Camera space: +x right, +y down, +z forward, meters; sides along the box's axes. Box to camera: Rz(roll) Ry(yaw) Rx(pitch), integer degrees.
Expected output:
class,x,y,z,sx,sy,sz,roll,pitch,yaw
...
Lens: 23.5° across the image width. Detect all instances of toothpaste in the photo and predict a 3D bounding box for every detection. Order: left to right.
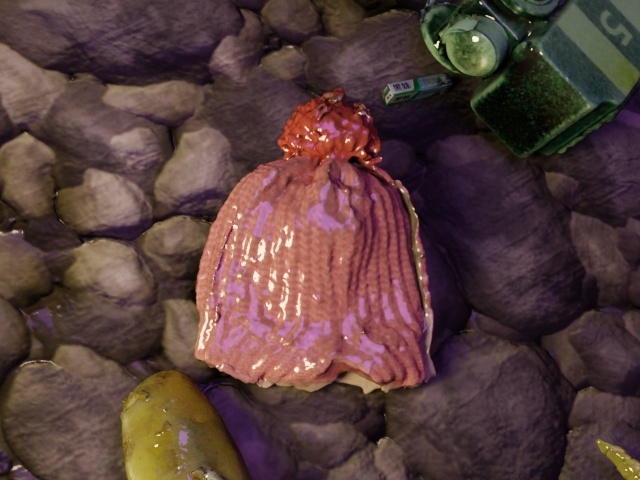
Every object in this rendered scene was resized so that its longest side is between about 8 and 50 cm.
class,x,y,z,sx,sy,sz,roll,pitch,yaw
toothpaste,0.104,-0.163,1.663,0.083,0.020,0.017,-15,69,-33

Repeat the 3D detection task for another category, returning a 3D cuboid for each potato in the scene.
class,x,y,z,sx,sy,sz,roll,pitch,yaw
potato,-0.110,0.191,1.290,0.105,0.085,0.188,-6,58,-31

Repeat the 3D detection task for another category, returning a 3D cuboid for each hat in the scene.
class,x,y,z,sx,sy,sz,roll,pitch,yaw
hat,0.000,0.000,1.448,0.236,0.107,0.286,6,81,-23

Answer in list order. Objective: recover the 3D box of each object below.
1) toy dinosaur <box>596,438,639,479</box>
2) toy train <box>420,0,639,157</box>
class,x,y,z,sx,sy,sz,roll,pitch,yaw
toy dinosaur,0.347,0.290,1.443,0.259,0.094,0.153,37,51,11
toy train,0.250,-0.237,1.698,0.238,0.167,0.299,46,49,-5
